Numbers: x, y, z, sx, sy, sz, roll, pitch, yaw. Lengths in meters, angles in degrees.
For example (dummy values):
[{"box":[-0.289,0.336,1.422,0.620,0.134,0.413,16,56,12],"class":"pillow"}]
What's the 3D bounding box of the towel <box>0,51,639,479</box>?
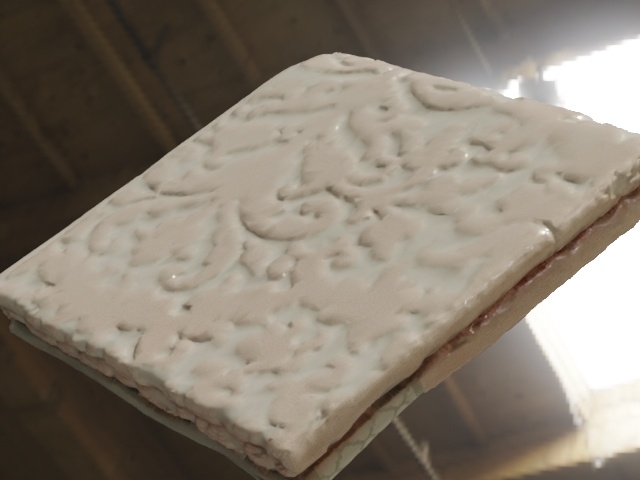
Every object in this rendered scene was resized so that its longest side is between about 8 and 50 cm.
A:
[{"box":[0.000,0.000,1.021,0.332,0.317,0.053,23,-37,48],"class":"towel"}]
